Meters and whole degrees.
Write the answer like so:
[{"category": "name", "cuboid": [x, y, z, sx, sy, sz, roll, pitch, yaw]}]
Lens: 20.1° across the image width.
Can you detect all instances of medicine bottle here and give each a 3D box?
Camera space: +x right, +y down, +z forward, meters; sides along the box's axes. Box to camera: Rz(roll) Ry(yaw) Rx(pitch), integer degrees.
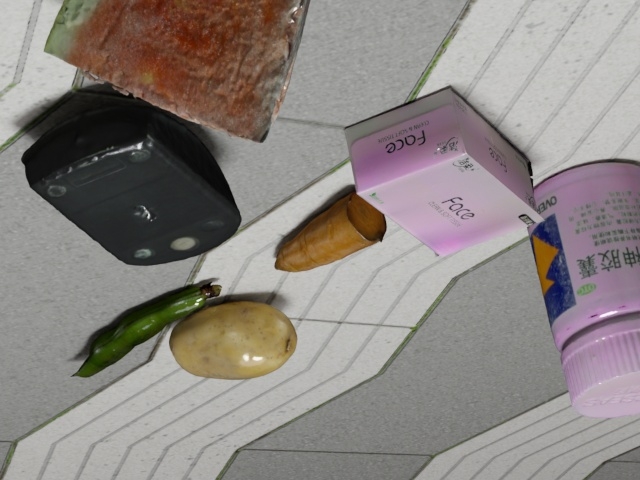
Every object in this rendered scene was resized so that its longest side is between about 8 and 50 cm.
[{"category": "medicine bottle", "cuboid": [0.371, 0.064, 2.292, 0.178, 0.291, 0.178, -7, 155, -4]}]

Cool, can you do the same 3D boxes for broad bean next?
[{"category": "broad bean", "cuboid": [-0.251, 0.123, 2.465, 0.297, 0.043, 0.060, -32, 157, 36]}]

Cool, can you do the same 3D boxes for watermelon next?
[{"category": "watermelon", "cuboid": [-0.099, -0.202, 1.667, 0.310, 0.232, 0.193, -32, -174, 8]}]

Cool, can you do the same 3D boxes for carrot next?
[{"category": "carrot", "cuboid": [0.000, 0.000, 2.295, 0.072, 0.072, 0.205, 10, 156, -36]}]

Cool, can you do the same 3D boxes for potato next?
[{"category": "potato", "cuboid": [-0.123, 0.138, 2.472, 0.178, 0.118, 0.109, -5, 122, 21]}]

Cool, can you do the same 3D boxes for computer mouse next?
[{"category": "computer mouse", "cuboid": [-0.203, -0.071, 2.013, 0.170, 0.100, 0.269, -23, 148, 14]}]

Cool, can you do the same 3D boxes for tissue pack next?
[{"category": "tissue pack", "cuboid": [0.148, -0.074, 2.150, 0.148, 0.092, 0.246, -20, 154, 22]}]
